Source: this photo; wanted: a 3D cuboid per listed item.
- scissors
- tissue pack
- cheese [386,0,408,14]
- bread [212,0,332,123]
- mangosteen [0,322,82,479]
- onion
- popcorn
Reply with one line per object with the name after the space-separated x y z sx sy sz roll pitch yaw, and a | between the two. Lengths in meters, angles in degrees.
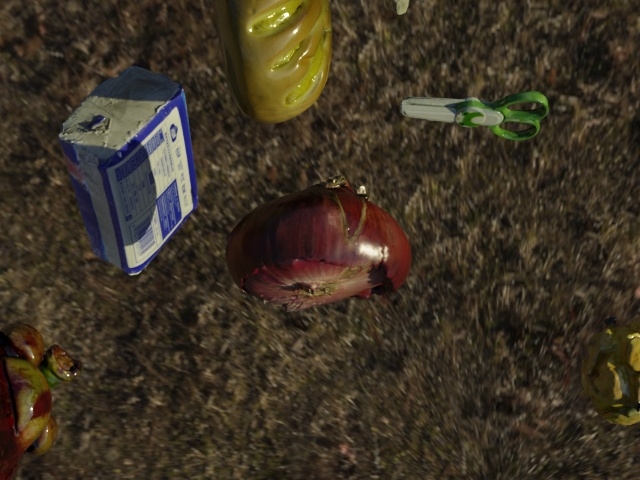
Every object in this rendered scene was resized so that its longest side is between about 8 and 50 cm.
0.212 -0.180 1.555 0.204 0.101 0.027 4 59 -6 | scissors
-0.301 -0.111 1.762 0.137 0.270 0.209 21 54 19 | tissue pack
0.137 -0.543 1.673 0.034 0.085 0.400 0 117 -10 | cheese
-0.070 -0.328 1.523 0.160 0.333 0.333 -12 75 -4 | bread
-0.196 0.089 0.595 0.140 0.140 0.140 -2 76 8 | mangosteen
-0.001 0.011 1.481 0.248 0.248 0.161 -7 54 7 | onion
0.445 0.185 1.585 0.148 0.167 0.152 13 35 -24 | popcorn
